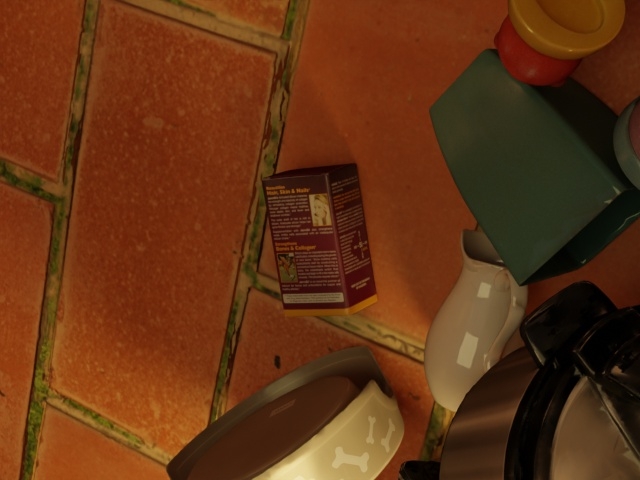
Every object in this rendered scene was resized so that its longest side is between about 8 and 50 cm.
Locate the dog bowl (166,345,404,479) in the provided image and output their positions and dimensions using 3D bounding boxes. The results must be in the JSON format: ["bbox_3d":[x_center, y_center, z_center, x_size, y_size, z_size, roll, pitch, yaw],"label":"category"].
[{"bbox_3d":[-0.047,0.273,1.625,0.348,0.349,0.102,-25,101,33],"label":"dog bowl"}]

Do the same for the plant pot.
[{"bbox_3d":[0.246,-0.097,1.456,0.166,0.165,0.234,-48,69,30],"label":"plant pot"}]

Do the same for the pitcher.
[{"bbox_3d":[0.198,0.110,1.527,0.125,0.178,0.207,8,107,-7],"label":"pitcher"}]

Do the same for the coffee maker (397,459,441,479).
[{"bbox_3d":[0.155,0.382,1.651,0.120,0.171,0.178,36,112,48],"label":"coffee maker"}]

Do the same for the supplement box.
[{"bbox_3d":[0.000,0.000,1.669,0.104,0.081,0.188,-3,101,32],"label":"supplement box"}]

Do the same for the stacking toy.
[{"bbox_3d":[0.357,-0.198,1.351,0.309,0.279,0.130,46,156,10],"label":"stacking toy"}]

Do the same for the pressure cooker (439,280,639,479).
[{"bbox_3d":[0.335,0.252,1.273,0.369,0.420,0.376,13,76,-6],"label":"pressure cooker"}]
